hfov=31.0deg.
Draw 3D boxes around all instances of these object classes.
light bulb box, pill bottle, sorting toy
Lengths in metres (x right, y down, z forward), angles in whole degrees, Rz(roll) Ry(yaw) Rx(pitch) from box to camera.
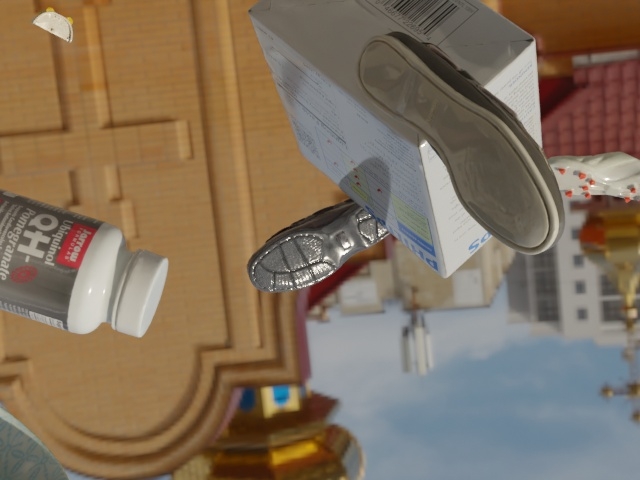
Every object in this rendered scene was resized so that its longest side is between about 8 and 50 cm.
[{"bbox_3d":[0.121,-0.197,1.675,0.225,0.361,0.358,-41,-119,-11],"label":"light bulb box"},{"bbox_3d":[-0.403,0.040,1.760,0.318,0.176,0.176,17,-171,1],"label":"pill bottle"},{"bbox_3d":[-0.529,-0.426,2.263,0.083,0.045,0.075,26,175,-32],"label":"sorting toy"}]

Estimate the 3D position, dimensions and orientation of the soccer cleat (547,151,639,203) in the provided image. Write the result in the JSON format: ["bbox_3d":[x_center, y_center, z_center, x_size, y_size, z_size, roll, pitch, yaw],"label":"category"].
[{"bbox_3d":[0.426,-0.106,1.777,0.196,0.076,0.068,9,144,-13],"label":"soccer cleat"}]

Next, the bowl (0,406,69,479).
[{"bbox_3d":[-0.463,0.315,1.420,0.289,0.156,0.289,38,-171,-7],"label":"bowl"}]

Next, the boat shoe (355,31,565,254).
[{"bbox_3d":[0.169,-0.120,1.258,0.095,0.112,0.335,-11,-131,-39],"label":"boat shoe"}]

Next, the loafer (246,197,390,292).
[{"bbox_3d":[0.000,0.000,2.069,0.302,0.109,0.095,-27,-158,-13],"label":"loafer"}]
